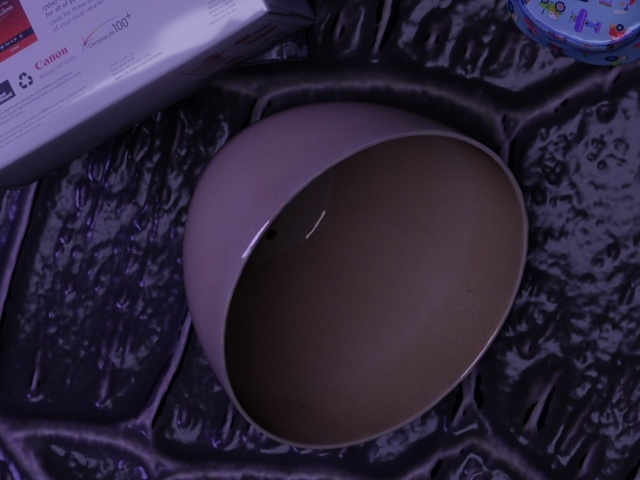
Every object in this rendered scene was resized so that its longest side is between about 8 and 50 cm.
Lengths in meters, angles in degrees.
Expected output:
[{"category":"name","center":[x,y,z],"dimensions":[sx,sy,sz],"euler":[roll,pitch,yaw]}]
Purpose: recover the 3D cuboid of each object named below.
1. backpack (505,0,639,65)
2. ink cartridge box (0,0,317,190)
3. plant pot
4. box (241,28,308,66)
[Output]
[{"category":"backpack","center":[0.219,-0.228,1.396],"dimensions":[0.158,0.117,0.173],"euler":[25,103,13]},{"category":"ink cartridge box","center":[-0.207,-0.227,1.438],"dimensions":[0.309,0.130,0.272],"euler":[-27,85,17]},{"category":"plant pot","center":[0.000,0.000,1.433],"dimensions":[0.191,0.284,0.284],"euler":[43,109,46]},{"category":"box","center":[-0.146,-0.295,1.521],"dimensions":[0.242,0.076,0.307],"euler":[-3,94,17]}]
